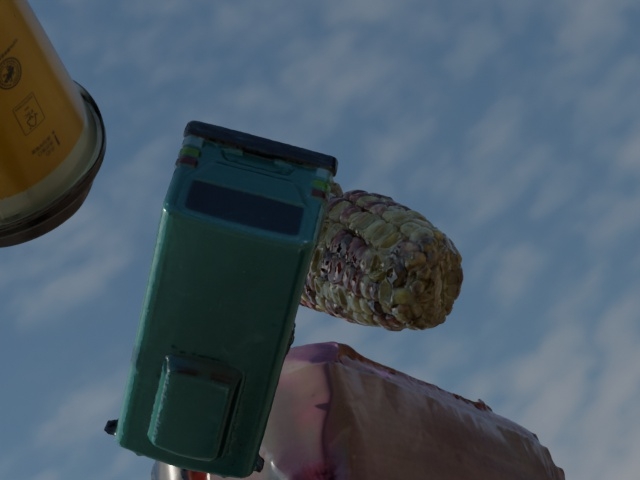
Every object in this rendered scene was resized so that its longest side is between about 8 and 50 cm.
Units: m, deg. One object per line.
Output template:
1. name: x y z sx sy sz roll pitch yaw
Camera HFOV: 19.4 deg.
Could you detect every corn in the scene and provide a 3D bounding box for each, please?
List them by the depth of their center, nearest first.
1. corn: 0.000 0.000 1.292 0.098 0.290 0.098 -8 -76 -33

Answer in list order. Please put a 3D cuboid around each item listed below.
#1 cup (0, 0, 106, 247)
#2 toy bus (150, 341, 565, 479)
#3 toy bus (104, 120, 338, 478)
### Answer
1. cup: -0.303 -0.137 1.588 0.196 0.196 0.280 -30 -41 -11
2. toy bus: 0.033 0.155 1.084 0.147 0.127 0.302 -23 -27 27
3. toy bus: -0.048 0.035 0.889 0.079 0.092 0.160 15 -54 -1
